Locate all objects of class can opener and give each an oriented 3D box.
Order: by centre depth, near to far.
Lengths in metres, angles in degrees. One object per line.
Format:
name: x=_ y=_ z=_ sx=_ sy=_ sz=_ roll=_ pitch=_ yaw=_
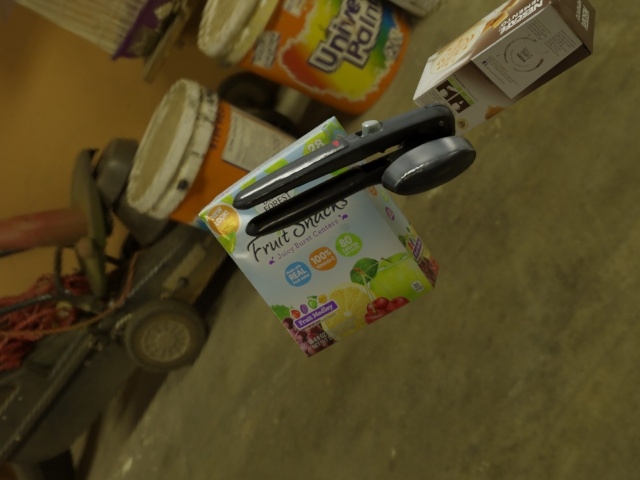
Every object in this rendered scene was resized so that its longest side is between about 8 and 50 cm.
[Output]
can opener: x=0.022 y=-0.055 z=0.627 sx=0.073 sy=0.186 sz=0.059 roll=-115 pitch=7 yaw=-73

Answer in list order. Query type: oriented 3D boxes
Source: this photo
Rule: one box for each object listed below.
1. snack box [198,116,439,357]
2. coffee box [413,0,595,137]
snack box: x=0.000 y=0.000 z=0.899 sx=0.175 sy=0.207 sz=0.070 roll=-32 pitch=10 yaw=23
coffee box: x=0.269 y=-0.272 z=1.211 sx=0.247 sy=0.098 sz=0.141 roll=-31 pitch=24 yaw=38
